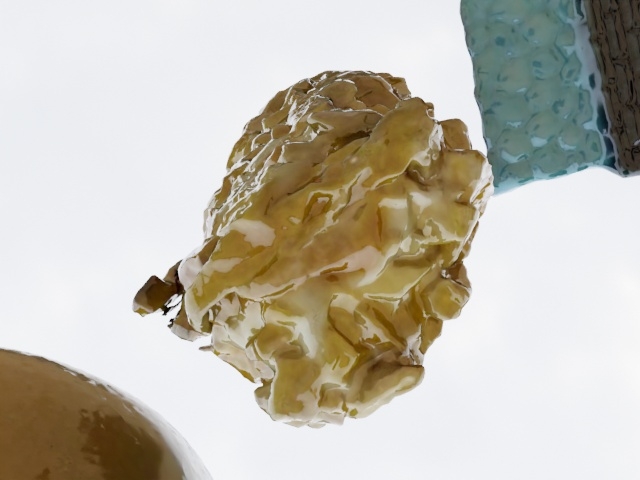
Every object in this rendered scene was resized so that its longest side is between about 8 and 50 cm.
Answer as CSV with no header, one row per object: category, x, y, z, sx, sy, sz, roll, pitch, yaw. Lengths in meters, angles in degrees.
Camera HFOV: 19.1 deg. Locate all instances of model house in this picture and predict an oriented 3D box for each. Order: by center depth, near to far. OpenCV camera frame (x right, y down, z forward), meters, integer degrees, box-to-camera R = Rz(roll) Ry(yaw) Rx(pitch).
model house,0.213,-0.187,1.346,0.241,0.261,0.226,-9,-172,12

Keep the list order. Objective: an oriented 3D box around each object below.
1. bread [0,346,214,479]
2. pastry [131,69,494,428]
bread,-0.186,0.267,1.159,0.348,0.253,0.376,48,-147,-31
pastry,0.000,0.000,0.799,0.102,0.154,0.250,34,-176,-7
